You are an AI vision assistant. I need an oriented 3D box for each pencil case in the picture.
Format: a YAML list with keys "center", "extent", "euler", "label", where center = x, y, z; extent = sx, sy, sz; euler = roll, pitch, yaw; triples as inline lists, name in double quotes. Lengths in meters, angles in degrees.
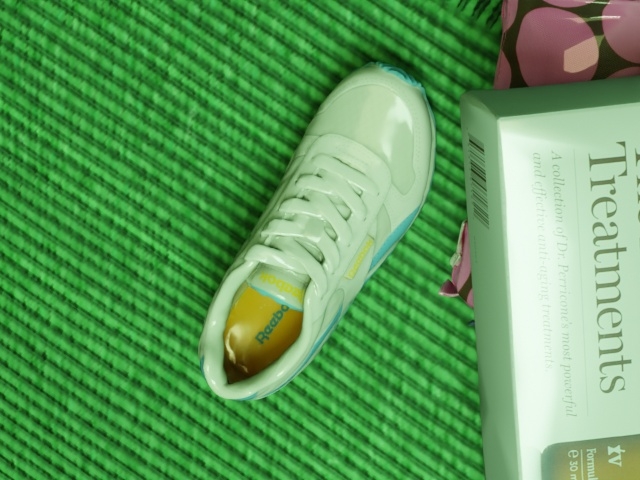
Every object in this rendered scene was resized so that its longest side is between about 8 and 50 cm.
- center: [0.135, -0.052, 0.975]
  extent: [0.098, 0.095, 0.209]
  euler: [16, 104, 22]
  label: "pencil case"

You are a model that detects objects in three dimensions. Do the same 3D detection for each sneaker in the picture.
- center: [0.000, 0.000, 1.014]
  extent: [0.087, 0.092, 0.228]
  euler: [28, 106, 7]
  label: "sneaker"

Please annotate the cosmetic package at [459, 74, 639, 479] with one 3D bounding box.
- center: [0.237, 0.092, 0.930]
  extent: [0.284, 0.097, 0.377]
  euler: [-7, 105, -7]
  label: "cosmetic package"
